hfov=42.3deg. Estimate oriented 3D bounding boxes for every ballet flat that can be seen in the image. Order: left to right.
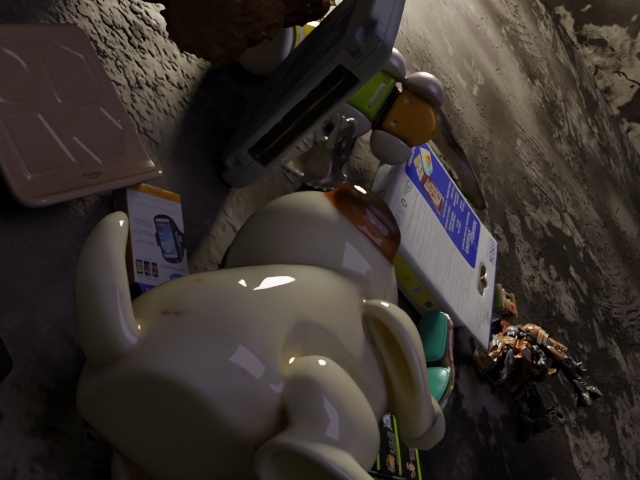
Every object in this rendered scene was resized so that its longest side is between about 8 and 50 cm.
[{"bbox_3d":[0.171,0.206,1.252,0.221,0.076,0.079,-74,150,-47],"label":"ballet flat"},{"bbox_3d":[0.260,-0.161,1.643,0.250,0.058,0.084,58,10,-22],"label":"ballet flat"}]

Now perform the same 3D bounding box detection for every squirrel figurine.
[{"bbox_3d":[-0.147,-0.426,1.056,0.397,0.281,0.370,55,22,-21],"label":"squirrel figurine"}]

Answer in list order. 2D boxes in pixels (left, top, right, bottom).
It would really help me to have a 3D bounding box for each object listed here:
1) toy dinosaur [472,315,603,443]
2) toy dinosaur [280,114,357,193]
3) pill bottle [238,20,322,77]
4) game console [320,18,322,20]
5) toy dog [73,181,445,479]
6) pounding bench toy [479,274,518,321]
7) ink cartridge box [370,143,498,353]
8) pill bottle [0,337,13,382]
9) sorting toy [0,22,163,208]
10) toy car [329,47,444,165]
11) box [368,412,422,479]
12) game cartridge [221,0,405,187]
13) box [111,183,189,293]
[{"bbox_3d":[0.392,0.221,1.500,0.322,0.164,0.218,-19,68,-37],"label":"toy dinosaur"},{"bbox_3d":[0.000,0.000,1.079,0.160,0.121,0.314,30,60,-55],"label":"toy dinosaur"},{"bbox_3d":[-0.036,-0.285,1.233,0.184,0.103,0.103,-1,70,-56],"label":"pill bottle"},{"bbox_3d":[-0.063,-0.419,1.367,0.144,0.085,0.124,1,99,-55],"label":"game console"},{"bbox_3d":[-0.052,0.107,0.829,0.395,0.284,0.408,47,33,-8],"label":"toy dog"},{"bbox_3d":[0.332,0.109,1.560,0.065,0.052,0.083,31,46,-43],"label":"pounding bench toy"},{"bbox_3d":[0.196,-0.001,1.425,0.307,0.072,0.304,53,33,-23],"label":"ink cartridge box"},{"bbox_3d":[-0.312,0.017,0.592,0.123,0.122,0.219,-49,123,-56],"label":"pill bottle"},{"bbox_3d":[-0.276,-0.132,0.839,0.208,0.038,0.193,59,32,4],"label":"sorting toy"},{"bbox_3d":[0.104,-0.219,1.372,0.182,0.159,0.136,33,-6,-7],"label":"toy car"},{"bbox_3d":[0.059,0.221,1.095,0.184,0.045,0.191,30,46,-47],"label":"box"},{"bbox_3d":[-0.007,-0.207,1.040,0.062,0.297,0.198,40,40,-16],"label":"game cartridge"},{"bbox_3d":[-0.183,0.006,0.897,0.081,0.028,0.136,17,58,-50],"label":"box"}]
